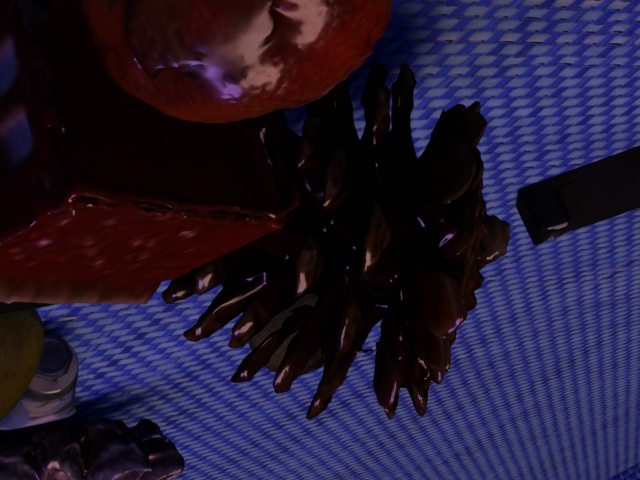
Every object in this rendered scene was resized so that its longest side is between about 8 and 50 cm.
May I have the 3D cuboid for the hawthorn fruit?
[{"bbox_3d":[-0.040,-0.134,0.812,0.173,0.173,0.179,-19,159,-6],"label":"hawthorn fruit"}]

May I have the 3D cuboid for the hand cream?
[{"bbox_3d":[-0.265,0.141,1.476,0.088,0.055,0.256,-14,166,-18],"label":"hand cream"}]

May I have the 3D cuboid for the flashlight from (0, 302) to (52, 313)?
[{"bbox_3d":[-0.351,0.033,1.023,0.424,0.103,0.103,-7,156,-37],"label":"flashlight"}]

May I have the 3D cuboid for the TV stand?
[{"bbox_3d":[0.320,-0.065,1.511,0.256,0.049,0.040,-19,159,-4],"label":"TV stand"}]

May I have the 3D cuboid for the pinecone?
[{"bbox_3d":[-0.001,-0.008,1.080,0.264,0.264,0.264,-18,160,-7],"label":"pinecone"}]

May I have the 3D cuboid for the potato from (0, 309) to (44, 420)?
[{"bbox_3d":[-0.331,0.103,1.171,0.248,0.143,0.169,-23,158,-21],"label":"potato"}]

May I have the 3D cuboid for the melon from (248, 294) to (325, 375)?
[{"bbox_3d":[-0.016,0.072,1.461,0.099,0.099,0.162,-12,159,-24],"label":"melon"}]

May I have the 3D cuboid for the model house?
[{"bbox_3d":[-0.173,-0.036,0.933,0.254,0.160,0.196,-32,158,32],"label":"model house"}]

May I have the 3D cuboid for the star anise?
[{"bbox_3d":[-0.267,0.247,1.660,0.236,0.109,0.223,7,142,-21],"label":"star anise"}]
